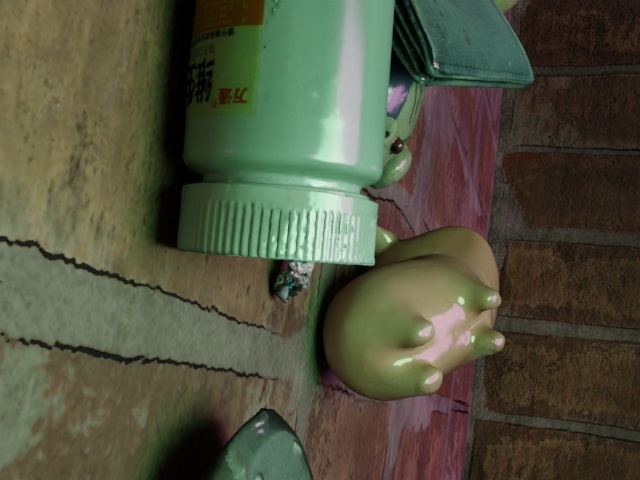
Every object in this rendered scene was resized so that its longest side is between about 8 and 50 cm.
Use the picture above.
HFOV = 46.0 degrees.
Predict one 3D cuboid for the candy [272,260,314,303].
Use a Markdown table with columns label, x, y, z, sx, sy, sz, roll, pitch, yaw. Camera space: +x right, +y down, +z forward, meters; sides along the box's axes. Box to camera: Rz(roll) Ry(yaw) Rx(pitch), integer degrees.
| label | x | y | z | sx | sy | sz | roll | pitch | yaw |
| --- | --- | --- | --- | --- | --- | --- | --- | --- | --- |
| candy | 0.001 | 0.000 | 0.874 | 0.226 | 0.051 | 0.094 | -43 | 145 | -61 |

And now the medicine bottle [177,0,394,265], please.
| label | x | y | z | sx | sy | sz | roll | pitch | yaw |
| --- | --- | --- | --- | --- | --- | --- | --- | --- | --- |
| medicine bottle | -0.023 | -0.143 | 0.590 | 0.158 | 0.158 | 0.318 | 7 | 88 | -72 |

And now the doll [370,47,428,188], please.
| label | x | y | z | sx | sy | sz | roll | pitch | yaw |
| --- | --- | --- | --- | --- | --- | --- | --- | --- | --- |
| doll | 0.049 | -0.140 | 0.794 | 0.228 | 0.154 | 0.258 | -60 | 180 | 21 |

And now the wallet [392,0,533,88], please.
| label | x | y | z | sx | sy | sz | roll | pitch | yaw |
| --- | --- | --- | --- | --- | --- | --- | --- | --- | --- |
| wallet | 0.099 | -0.279 | 0.755 | 0.251 | 0.054 | 0.290 | -16 | 73 | -50 |

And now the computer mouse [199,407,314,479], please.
| label | x | y | z | sx | sy | sz | roll | pitch | yaw |
| --- | --- | --- | --- | --- | --- | --- | --- | --- | --- |
| computer mouse | -0.070 | 0.325 | 0.632 | 0.203 | 0.114 | 0.374 | -11 | 97 | -68 |

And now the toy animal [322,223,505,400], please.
| label | x | y | z | sx | sy | sz | roll | pitch | yaw |
| --- | --- | --- | --- | --- | --- | --- | --- | --- | --- |
| toy animal | 0.127 | 0.100 | 1.030 | 0.326 | 0.269 | 0.237 | -12 | 108 | -37 |

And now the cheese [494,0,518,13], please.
| label | x | y | z | sx | sy | sz | roll | pitch | yaw |
| --- | --- | --- | --- | --- | --- | --- | --- | --- | --- |
| cheese | 0.183 | -0.423 | 1.184 | 0.248 | 0.251 | 0.174 | 129 | -33 | -53 |
